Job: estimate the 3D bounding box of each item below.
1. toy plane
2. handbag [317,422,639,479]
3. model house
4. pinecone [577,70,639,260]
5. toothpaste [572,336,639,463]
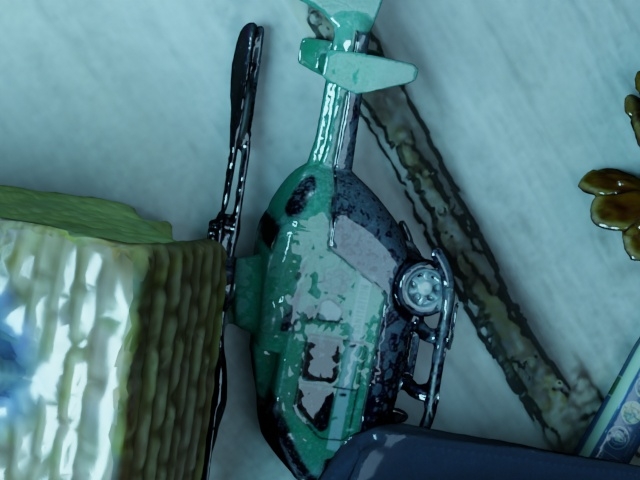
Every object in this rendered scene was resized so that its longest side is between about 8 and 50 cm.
[{"bbox_3d":[0.000,0.000,0.814,0.155,0.106,0.382,6,102,-13],"label":"toy plane"},{"bbox_3d":[0.110,0.259,0.859,0.325,0.118,0.269,14,121,-27],"label":"handbag"},{"bbox_3d":[-0.205,0.088,0.645,0.321,0.266,0.261,7,92,-25],"label":"model house"},{"bbox_3d":[0.288,-0.065,0.889,0.185,0.168,0.212,5,111,-39],"label":"pinecone"},{"bbox_3d":[0.215,0.134,0.965,0.057,0.034,0.197,37,81,-34],"label":"toothpaste"}]
